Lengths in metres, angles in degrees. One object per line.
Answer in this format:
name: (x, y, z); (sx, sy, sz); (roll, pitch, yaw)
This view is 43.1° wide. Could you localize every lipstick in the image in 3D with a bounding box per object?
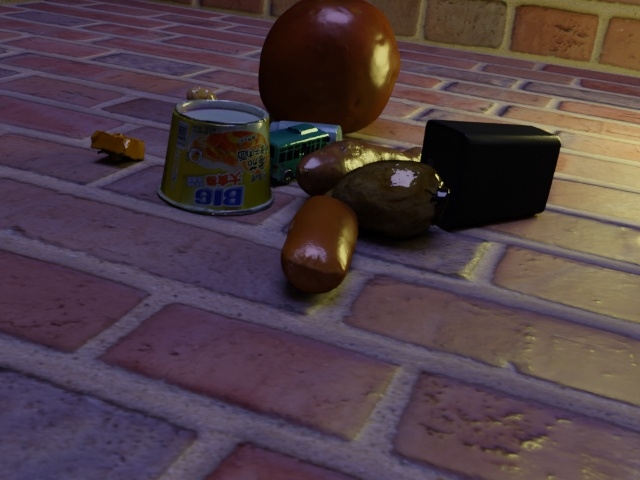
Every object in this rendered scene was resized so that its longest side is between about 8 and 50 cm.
lipstick: (-0.096, -0.209, 1.639); (0.274, 0.068, 0.061); (4, 8, 14)

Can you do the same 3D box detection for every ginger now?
ginger: (-0.217, -0.258, 1.715); (0.205, 0.115, 0.081); (15, 30, -41)

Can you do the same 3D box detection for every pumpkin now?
pumpkin: (-0.373, -0.171, 1.497); (0.074, 0.054, 0.083); (16, 3, 16)

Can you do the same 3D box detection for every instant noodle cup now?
instant noodle cup: (-0.174, -0.147, 1.360); (0.205, 0.153, 0.205); (4, 23, -2)

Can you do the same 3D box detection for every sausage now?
sausage: (0.000, 0.000, 1.129); (0.098, 0.098, 0.238); (8, 24, 5)

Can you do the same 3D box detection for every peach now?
peach: (0.022, -0.409, 1.842); (0.343, 0.301, 0.342); (4, 23, -2)

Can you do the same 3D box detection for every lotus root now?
lotus root: (0.100, -0.066, 1.281); (0.214, 0.138, 0.138); (-1, 21, 13)

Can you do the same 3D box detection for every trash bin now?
trash bin: (0.288, -0.119, 1.397); (0.226, 0.165, 0.115); (-6, 25, -32)

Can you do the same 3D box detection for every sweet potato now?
sweet potato: (0.069, -0.134, 1.466); (0.109, 0.109, 0.385); (20, 20, 30)

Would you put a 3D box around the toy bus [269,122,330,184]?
toy bus: (-0.055, -0.165, 1.509); (0.079, 0.091, 0.160); (23, 28, 33)
